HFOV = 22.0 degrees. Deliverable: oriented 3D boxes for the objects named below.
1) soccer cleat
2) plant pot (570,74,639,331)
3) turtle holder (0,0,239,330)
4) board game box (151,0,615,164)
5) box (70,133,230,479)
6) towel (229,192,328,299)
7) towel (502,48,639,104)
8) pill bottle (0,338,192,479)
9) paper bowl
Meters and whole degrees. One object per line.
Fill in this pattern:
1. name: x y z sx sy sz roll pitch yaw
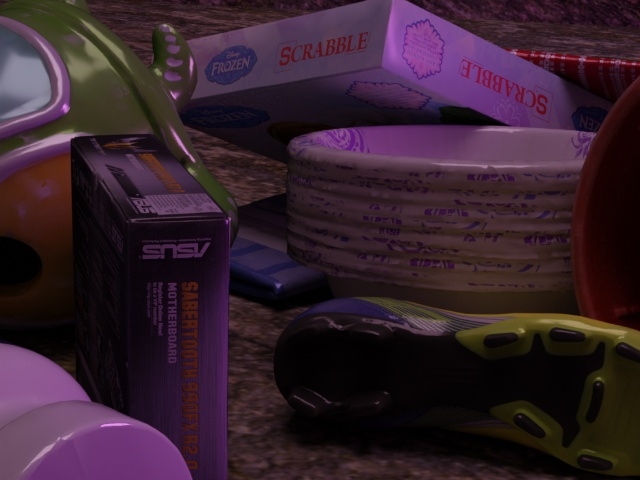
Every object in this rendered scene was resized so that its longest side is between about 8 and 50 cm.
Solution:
1. soccer cleat: 0.114 0.081 1.027 0.289 0.094 0.121 6 8 17
2. plant pot: 0.348 0.000 1.074 0.272 0.273 0.265 14 11 40
3. turtle holder: -0.208 -0.028 1.229 0.227 0.243 0.320 -29 71 -36
4. board game box: 0.062 -0.113 1.469 0.318 0.066 0.318 19 -15 -38
5. box: -0.101 0.048 0.947 0.056 0.183 0.231 -3 14 -15
6. towel: 0.000 0.000 1.454 0.285 0.034 0.209 -14 22 -42
7. towel: 0.227 -0.133 1.476 0.274 0.031 0.199 7 -11 18
8. pill bottle: -0.191 0.109 0.753 0.264 0.153 0.153 13 18 39
9. paper bowl: 0.114 -0.003 1.217 0.284 0.148 0.284 2 10 0
